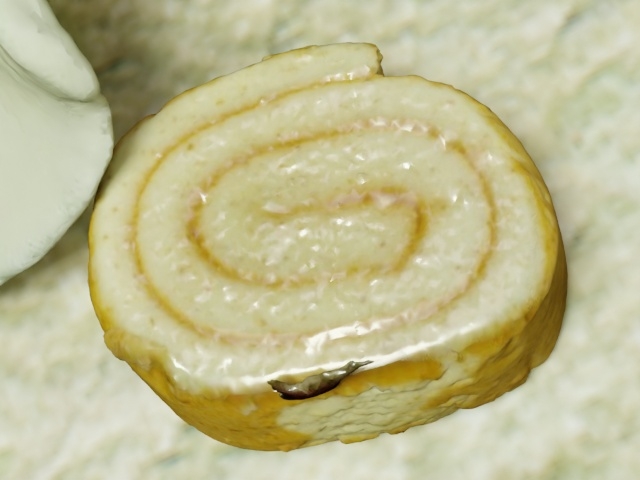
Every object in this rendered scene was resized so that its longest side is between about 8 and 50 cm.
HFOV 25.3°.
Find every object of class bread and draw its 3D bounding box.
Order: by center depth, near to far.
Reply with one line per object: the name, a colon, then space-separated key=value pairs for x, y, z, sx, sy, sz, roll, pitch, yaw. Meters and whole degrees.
bread: x=0.000 y=0.000 z=0.456 sx=0.149 sy=0.073 sz=0.122 roll=-14 pitch=67 yaw=7

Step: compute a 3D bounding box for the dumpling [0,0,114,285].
dumpling: x=-0.182 y=-0.088 z=0.495 sx=0.318 sy=0.187 sz=0.243 roll=-11 pitch=108 yaw=42
